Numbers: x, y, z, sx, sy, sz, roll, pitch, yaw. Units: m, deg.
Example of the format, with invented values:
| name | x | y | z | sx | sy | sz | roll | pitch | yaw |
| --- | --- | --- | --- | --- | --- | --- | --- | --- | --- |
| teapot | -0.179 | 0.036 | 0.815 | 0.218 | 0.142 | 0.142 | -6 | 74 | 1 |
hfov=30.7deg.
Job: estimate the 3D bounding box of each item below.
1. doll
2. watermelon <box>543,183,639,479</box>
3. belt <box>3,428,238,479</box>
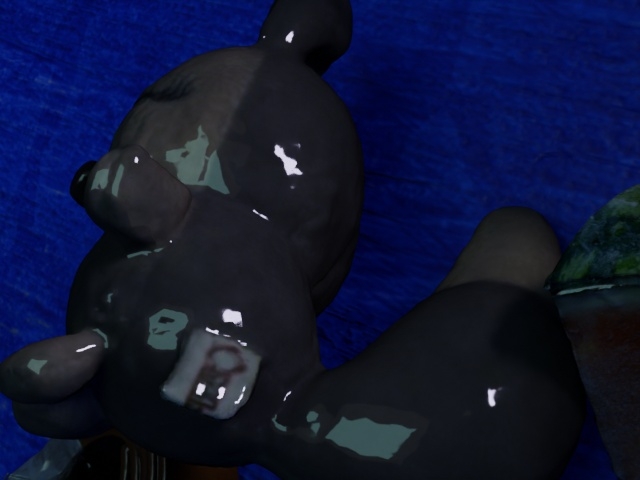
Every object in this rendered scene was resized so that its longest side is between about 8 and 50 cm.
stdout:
| name | x | y | z | sx | sy | sz | roll | pitch | yaw |
| --- | --- | --- | --- | --- | --- | --- | --- | --- | --- |
| doll | -0.004 | 0.022 | 0.833 | 0.252 | 0.378 | 0.382 | 119 | 176 | -52 |
| watermelon | 0.224 | 0.066 | 0.683 | 0.136 | 0.207 | 0.202 | -169 | 79 | -64 |
| belt | -0.177 | 0.250 | 0.954 | 0.184 | 0.105 | 0.261 | 37 | 100 | 39 |
